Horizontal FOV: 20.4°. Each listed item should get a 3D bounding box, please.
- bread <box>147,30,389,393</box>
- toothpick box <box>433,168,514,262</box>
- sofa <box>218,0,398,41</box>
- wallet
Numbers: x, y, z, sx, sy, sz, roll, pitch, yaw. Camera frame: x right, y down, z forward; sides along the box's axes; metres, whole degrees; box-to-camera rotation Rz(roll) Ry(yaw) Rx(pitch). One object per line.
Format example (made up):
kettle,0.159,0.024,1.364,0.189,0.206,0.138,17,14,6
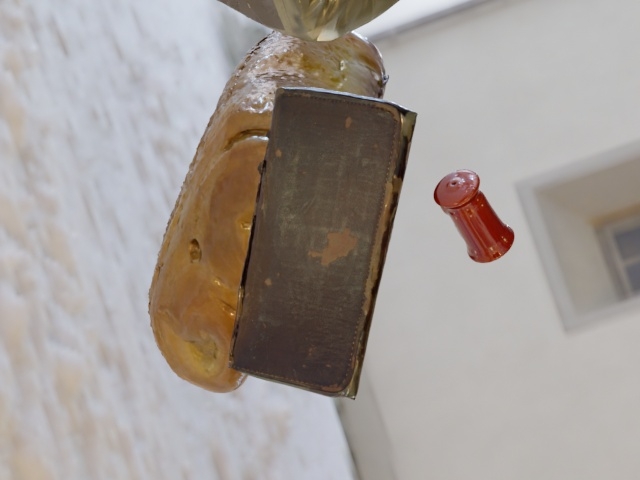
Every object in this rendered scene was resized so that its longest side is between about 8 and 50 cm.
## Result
bread,-0.069,-0.040,1.760,0.148,0.328,0.337,27,29,-5
toothpick box,0.136,-0.023,1.585,0.083,0.047,0.047,55,15,-37
sofa,-0.026,-0.276,1.208,0.210,0.176,0.225,31,-28,41
wallet,0.000,0.000,1.381,0.031,0.122,0.232,10,91,-61
